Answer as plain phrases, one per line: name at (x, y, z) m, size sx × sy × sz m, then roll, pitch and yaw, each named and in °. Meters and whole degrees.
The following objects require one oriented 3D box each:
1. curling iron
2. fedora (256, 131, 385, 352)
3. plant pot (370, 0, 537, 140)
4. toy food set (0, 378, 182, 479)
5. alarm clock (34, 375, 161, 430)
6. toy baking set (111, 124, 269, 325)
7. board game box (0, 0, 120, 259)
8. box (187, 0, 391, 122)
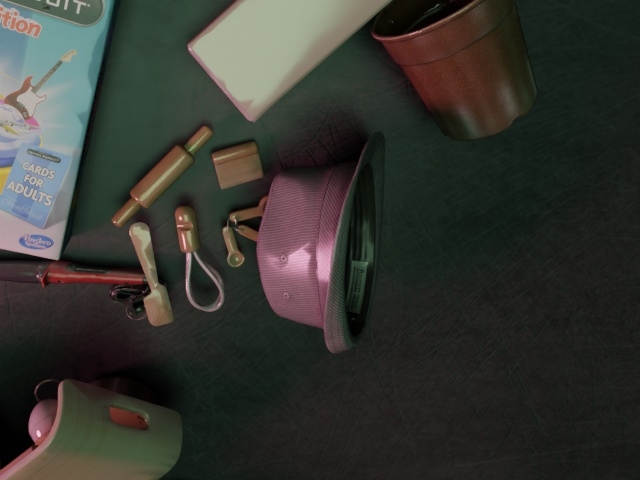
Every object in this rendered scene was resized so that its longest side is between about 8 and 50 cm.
curling iron at (-0.336, 0.054, 0.744) m, size 0.274 × 0.035 × 0.068 m, roll 10°, pitch 108°, yaw -17°
fedora at (0.000, 0.000, 0.728) m, size 0.124 × 0.243 × 0.275 m, roll 7°, pitch 122°, yaw 15°
plant pot at (0.171, -0.219, 0.696) m, size 0.167 × 0.167 × 0.165 m, roll -36°, pitch 122°, yaw 2°
toy food set at (-0.347, 0.292, 0.716) m, size 0.306 × 0.092 × 0.220 m, roll -36°, pitch 146°, yaw 4°
alarm clock at (-0.301, 0.241, 0.810) m, size 0.192 × 0.064 × 0.129 m, roll 39°, pitch 99°, yaw -26°
toy baking set at (-0.154, -0.012, 0.743) m, size 0.256 × 0.030 × 0.196 m, roll -42°, pitch 115°, yaw -5°
board game box at (-0.372, -0.168, 0.625) m, size 0.254 × 0.079 × 0.336 m, roll 13°, pitch 108°, yaw -18°
box at (-0.013, -0.267, 0.662) m, size 0.275 × 0.094 × 0.113 m, roll -39°, pitch 114°, yaw 4°
